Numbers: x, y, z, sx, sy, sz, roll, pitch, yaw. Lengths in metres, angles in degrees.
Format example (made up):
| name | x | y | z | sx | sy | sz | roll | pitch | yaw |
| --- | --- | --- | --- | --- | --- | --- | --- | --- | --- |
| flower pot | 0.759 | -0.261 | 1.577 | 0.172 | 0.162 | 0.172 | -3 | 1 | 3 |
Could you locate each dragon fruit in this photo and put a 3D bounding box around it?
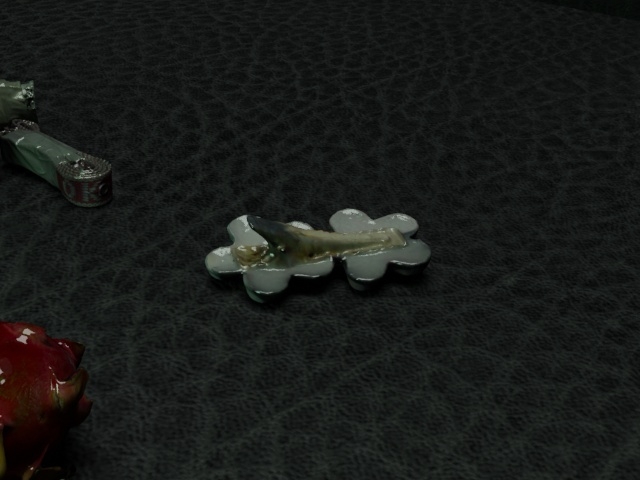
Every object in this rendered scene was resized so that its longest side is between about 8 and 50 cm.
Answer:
| name | x | y | z | sx | sy | sz | roll | pitch | yaw |
| --- | --- | --- | --- | --- | --- | --- | --- | --- | --- |
| dragon fruit | -0.251 | 0.127 | 0.725 | 0.136 | 0.133 | 0.166 | 6 | 37 | 24 |

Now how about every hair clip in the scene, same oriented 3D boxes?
| name | x | y | z | sx | sy | sz | roll | pitch | yaw |
| --- | --- | --- | --- | --- | --- | --- | --- | --- | --- |
| hair clip | 0.000 | 0.007 | 1.062 | 0.257 | 0.075 | 0.146 | 0 | 29 | -21 |

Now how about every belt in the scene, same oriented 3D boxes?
| name | x | y | z | sx | sy | sz | roll | pitch | yaw |
| --- | --- | --- | --- | --- | --- | --- | --- | --- | --- |
| belt | -0.356 | -0.106 | 1.249 | 0.071 | 0.053 | 0.232 | -22 | 37 | -39 |

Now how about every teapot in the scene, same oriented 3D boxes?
| name | x | y | z | sx | sy | sz | roll | pitch | yaw |
| --- | --- | --- | --- | --- | --- | --- | --- | --- | --- |
| teapot | -0.519 | -0.196 | 1.389 | 0.200 | 0.077 | 0.107 | -5 | 9 | -17 |
